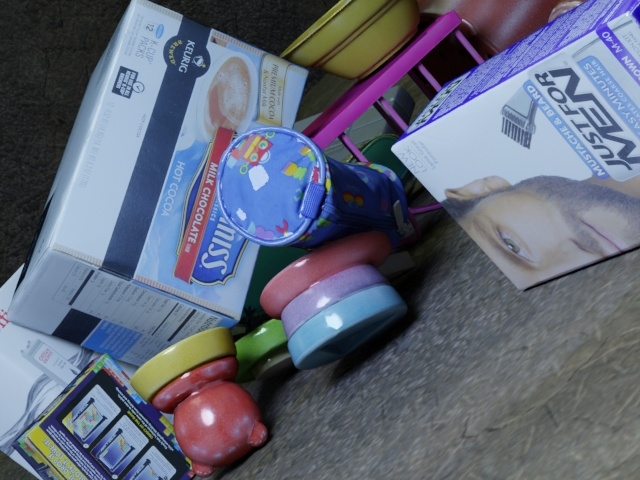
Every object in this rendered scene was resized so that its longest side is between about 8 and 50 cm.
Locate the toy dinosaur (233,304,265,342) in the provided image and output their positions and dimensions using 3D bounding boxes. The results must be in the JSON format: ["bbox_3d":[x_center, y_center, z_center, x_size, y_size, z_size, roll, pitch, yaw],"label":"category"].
[{"bbox_3d":[-0.079,0.110,1.920,0.090,0.047,0.082,-35,-30,-24],"label":"toy dinosaur"}]

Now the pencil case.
[{"bbox_3d":[0.002,-0.041,1.723,0.306,0.133,0.119,14,-88,-69],"label":"pencil case"}]

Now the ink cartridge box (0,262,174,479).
[{"bbox_3d":[-0.303,0.179,1.956,0.117,0.283,0.207,-50,5,27],"label":"ink cartridge box"}]

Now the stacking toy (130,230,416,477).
[{"bbox_3d":[-0.014,0.127,1.765,0.309,0.130,0.279,-35,-15,20],"label":"stacking toy"}]

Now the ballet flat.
[{"bbox_3d":[0.000,0.000,2.176,0.348,0.123,0.123,-44,9,-12],"label":"ballet flat"}]

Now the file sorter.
[{"bbox_3d":[0.087,-0.107,2.033,0.291,0.182,0.202,-44,8,-18],"label":"file sorter"}]

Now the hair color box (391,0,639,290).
[{"bbox_3d":[0.228,-0.089,1.354,0.110,0.185,0.339,-48,11,-29],"label":"hair color box"}]

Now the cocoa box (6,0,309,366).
[{"bbox_3d":[-0.186,-0.055,1.896,0.231,0.228,0.347,135,154,-59],"label":"cocoa box"}]

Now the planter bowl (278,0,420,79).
[{"bbox_3d":[0.057,-0.264,2.032,0.217,0.090,0.217,-40,8,7],"label":"planter bowl"}]

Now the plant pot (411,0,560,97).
[{"bbox_3d":[0.249,-0.321,2.201,0.265,0.272,0.272,-54,13,-22],"label":"plant pot"}]

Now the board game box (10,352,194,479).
[{"bbox_3d":[-0.231,0.234,1.794,0.141,0.170,0.048,-47,12,-33],"label":"board game box"}]

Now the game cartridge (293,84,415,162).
[{"bbox_3d":[-0.024,-0.099,2.499,0.355,0.068,0.230,-17,35,39],"label":"game cartridge"}]

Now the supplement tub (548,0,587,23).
[{"bbox_3d":[0.346,-0.277,1.993,0.198,0.106,0.106,-47,10,-31],"label":"supplement tub"}]

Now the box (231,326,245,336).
[{"bbox_3d":[-0.129,0.074,2.316,0.275,0.113,0.094,-46,9,-35],"label":"box"}]
